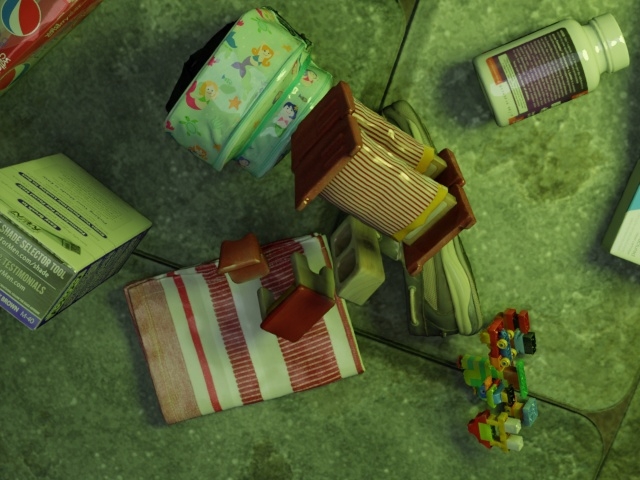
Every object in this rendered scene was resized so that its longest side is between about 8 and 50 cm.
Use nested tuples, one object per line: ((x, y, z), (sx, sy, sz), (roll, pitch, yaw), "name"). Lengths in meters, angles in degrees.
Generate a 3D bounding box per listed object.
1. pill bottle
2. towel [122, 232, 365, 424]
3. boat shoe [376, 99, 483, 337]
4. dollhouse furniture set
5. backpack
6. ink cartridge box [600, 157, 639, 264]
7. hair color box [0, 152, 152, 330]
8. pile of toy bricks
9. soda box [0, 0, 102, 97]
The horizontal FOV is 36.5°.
((0.318, -0.240, 1.339), (0.193, 0.108, 0.108), (-22, 97, 10), "pill bottle")
((-0.120, 0.138, 1.491), (0.329, 0.037, 0.237), (-15, 99, 9), "towel")
((0.131, -0.019, 1.387), (0.130, 0.132, 0.355), (-16, 97, 9), "boat shoe")
((0.000, 0.000, 1.270), (0.201, 0.152, 0.374), (27, 124, -26), "dollhouse furniture set")
((-0.100, -0.199, 1.319), (0.191, 0.253, 0.225), (39, 101, -1), "backpack")
((0.517, -0.016, 1.370), (0.190, 0.082, 0.140), (21, 101, 4), "ink cartridge box")
((-0.375, -0.012, 1.338), (0.185, 0.339, 0.110), (38, 101, -1), "hair color box")
((0.252, 0.197, 1.438), (0.105, 0.118, 0.212), (5, 119, 33), "pile of toy bricks")
((-0.447, -0.300, 1.421), (0.263, 0.092, 0.083), (-39, 93, 12), "soda box")
